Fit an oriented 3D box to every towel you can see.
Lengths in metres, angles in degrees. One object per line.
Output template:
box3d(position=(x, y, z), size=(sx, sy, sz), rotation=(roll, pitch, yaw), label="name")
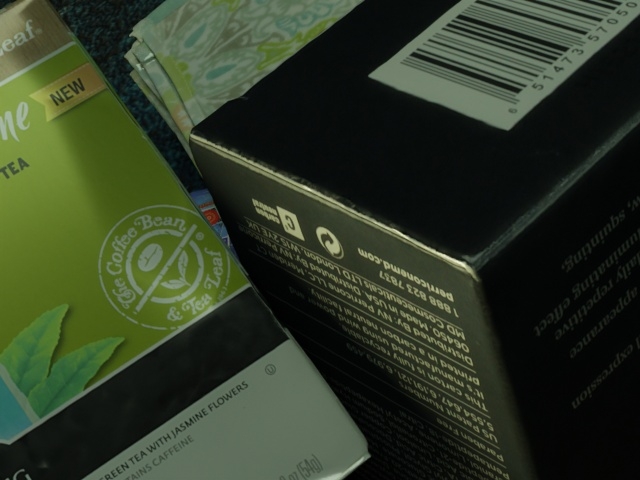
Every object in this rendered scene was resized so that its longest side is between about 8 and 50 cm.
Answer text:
box3d(position=(0.022, -0.190, 1.253), size=(0.374, 0.090, 0.320), rotation=(-36, 45, 1), label="towel")

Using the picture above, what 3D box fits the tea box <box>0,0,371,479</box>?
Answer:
box3d(position=(-0.165, 0.085, 0.851), size=(0.220, 0.329, 0.323), rotation=(-35, 80, -16), label="tea box")

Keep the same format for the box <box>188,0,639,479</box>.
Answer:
box3d(position=(0.151, 0.031, 0.813), size=(0.293, 0.395, 0.212), rotation=(-40, 42, -23), label="box")

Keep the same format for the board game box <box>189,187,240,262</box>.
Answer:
box3d(position=(-0.016, -0.015, 1.219), size=(0.201, 0.035, 0.136), rotation=(-15, 40, 8), label="board game box")
